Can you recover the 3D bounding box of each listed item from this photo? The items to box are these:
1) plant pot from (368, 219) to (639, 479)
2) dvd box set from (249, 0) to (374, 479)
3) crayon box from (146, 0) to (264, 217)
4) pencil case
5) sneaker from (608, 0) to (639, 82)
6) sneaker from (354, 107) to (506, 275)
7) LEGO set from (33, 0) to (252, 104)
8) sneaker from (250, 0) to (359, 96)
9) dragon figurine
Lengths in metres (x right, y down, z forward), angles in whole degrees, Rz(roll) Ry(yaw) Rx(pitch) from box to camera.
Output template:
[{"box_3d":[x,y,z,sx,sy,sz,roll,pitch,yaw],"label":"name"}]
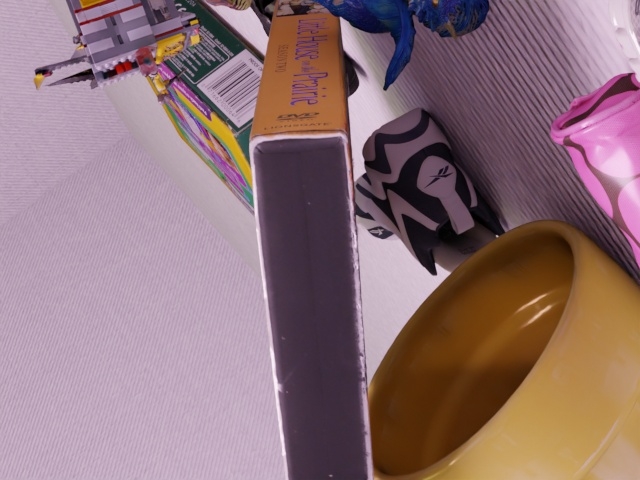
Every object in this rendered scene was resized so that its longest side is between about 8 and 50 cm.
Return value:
[{"box_3d":[0.194,0.152,0.900,0.239,0.254,0.254,40,174,-15],"label":"plant pot"},{"box_3d":[0.000,0.000,0.879,0.420,0.062,0.308,-90,-5,-68],"label":"dvd box set"},{"box_3d":[-0.126,-0.173,1.602,0.363,0.106,0.313,46,170,36],"label":"crayon box"},{"box_3d":[0.213,-0.003,0.652,0.209,0.095,0.098,57,-175,-13],"label":"pencil case"},{"box_3d":[0.202,-0.062,0.549,0.170,0.063,0.075,59,176,-11],"label":"sneaker"},{"box_3d":[0.105,-0.013,1.100,0.153,0.094,0.235,59,163,17],"label":"sneaker"},{"box_3d":[-0.114,-0.215,0.941,0.192,0.255,0.331,70,162,-2],"label":"LEGO set"},{"box_3d":[-0.028,-0.212,1.147,0.170,0.051,0.089,49,175,40],"label":"sneaker"},{"box_3d":[0.058,-0.165,0.798,0.144,0.085,0.289,50,169,15],"label":"dragon figurine"}]
